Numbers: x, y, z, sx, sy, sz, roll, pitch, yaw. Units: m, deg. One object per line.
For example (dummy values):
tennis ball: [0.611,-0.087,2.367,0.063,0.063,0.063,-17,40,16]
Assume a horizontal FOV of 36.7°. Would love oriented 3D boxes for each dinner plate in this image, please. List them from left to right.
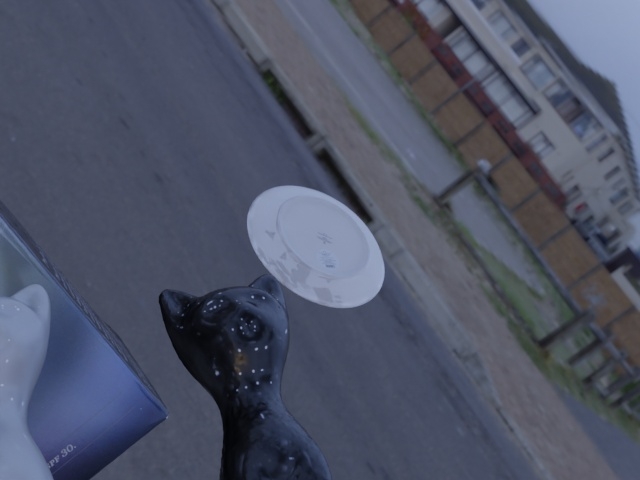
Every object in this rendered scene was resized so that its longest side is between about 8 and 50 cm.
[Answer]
dinner plate: [0.000,0.000,0.876,0.141,0.017,0.141,19,45,-20]

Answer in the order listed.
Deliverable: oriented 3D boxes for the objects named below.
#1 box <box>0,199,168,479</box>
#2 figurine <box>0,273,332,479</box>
box: [-0.329,0.094,0.710,0.294,0.296,0.183,56,-12,-28]
figurine: [-0.098,0.105,0.472,0.215,0.092,0.209,0,54,-21]
